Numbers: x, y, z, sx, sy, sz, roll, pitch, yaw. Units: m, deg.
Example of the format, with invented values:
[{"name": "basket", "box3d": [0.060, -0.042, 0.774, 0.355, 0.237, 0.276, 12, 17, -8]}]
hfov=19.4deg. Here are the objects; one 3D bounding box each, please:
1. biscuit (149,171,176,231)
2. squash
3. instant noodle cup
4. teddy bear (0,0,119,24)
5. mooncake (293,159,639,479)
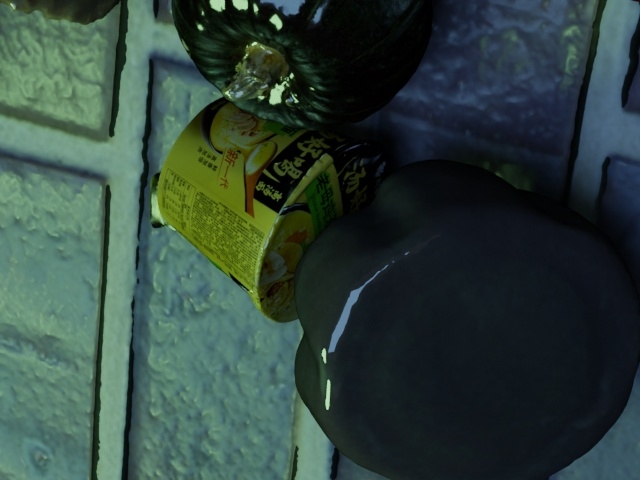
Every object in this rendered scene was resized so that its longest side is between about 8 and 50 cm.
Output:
[{"name": "biscuit", "box3d": [0.000, 0.000, 1.444, 0.292, 0.026, 0.048, 14, 114, 16]}, {"name": "squash", "box3d": [-0.012, -0.160, 1.289, 0.193, 0.156, 0.193, 6, 132, 7]}, {"name": "instant noodle cup", "box3d": [-0.038, -0.031, 1.378, 0.122, 0.151, 0.151, 31, 124, 28]}, {"name": "teddy bear", "box3d": [-0.292, -0.282, 1.377, 0.296, 0.222, 0.246, 4, 117, -28]}, {"name": "mooncake", "box3d": [0.099, 0.063, 1.327, 0.245, 0.133, 0.245, -8, 114, -17]}]
